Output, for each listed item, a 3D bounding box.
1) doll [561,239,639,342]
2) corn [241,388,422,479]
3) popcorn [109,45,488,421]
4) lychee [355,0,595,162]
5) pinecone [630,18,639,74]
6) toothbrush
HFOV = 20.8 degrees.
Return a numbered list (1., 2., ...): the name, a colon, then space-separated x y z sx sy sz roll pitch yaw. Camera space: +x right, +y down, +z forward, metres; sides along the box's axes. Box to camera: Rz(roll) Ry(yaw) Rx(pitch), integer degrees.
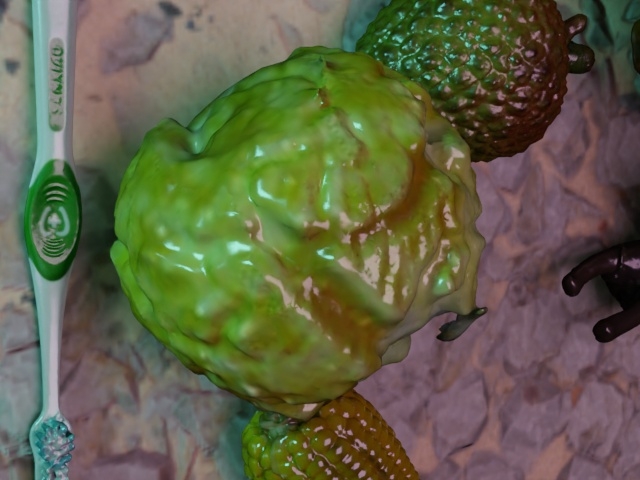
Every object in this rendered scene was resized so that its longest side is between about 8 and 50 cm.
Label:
1. doll: 0.234 0.000 1.073 0.139 0.057 0.165 -46 158 22
2. corn: 0.038 0.169 0.961 0.080 0.080 0.231 -46 117 -23
3. popcorn: 0.000 0.000 0.870 0.198 0.198 0.212 -63 157 -14
4. lychee: 0.083 -0.096 0.953 0.146 0.114 0.114 -15 104 -13
5. pinecone: 0.275 -0.146 1.028 0.229 0.201 0.202 12 80 -30
6. toothbrush: -0.132 -0.018 0.860 0.030 0.030 0.304 -1 92 -35
